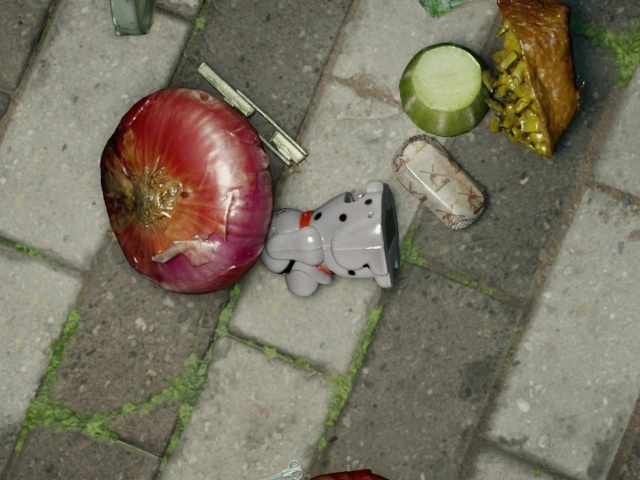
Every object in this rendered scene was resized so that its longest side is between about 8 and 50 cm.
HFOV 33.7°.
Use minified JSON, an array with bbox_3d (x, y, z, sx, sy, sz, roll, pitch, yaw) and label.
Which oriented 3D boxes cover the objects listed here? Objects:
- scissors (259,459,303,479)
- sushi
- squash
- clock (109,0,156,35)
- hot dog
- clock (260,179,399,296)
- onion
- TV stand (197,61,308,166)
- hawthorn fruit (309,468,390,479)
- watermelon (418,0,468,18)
[{"bbox_3d":[-0.072,0.418,1.883,0.083,0.006,0.036,-17,87,0],"label":"scissors"},{"bbox_3d":[0.357,-0.289,1.813,0.179,0.167,0.296,-10,116,2],"label":"sushi"},{"bbox_3d":[0.221,-0.273,1.845,0.170,0.123,0.170,0,86,6],"label":"squash"},{"bbox_3d":[-0.314,-0.460,1.795,0.049,0.226,0.226,4,89,1],"label":"clock"},{"bbox_3d":[0.209,-0.103,1.867,0.191,0.059,0.108,44,76,5],"label":"hot dog"},{"bbox_3d":[0.003,0.002,1.822,0.253,0.189,0.189,-10,89,13],"label":"clock"},{"bbox_3d":[-0.200,-0.088,1.788,0.347,0.285,0.348,11,107,39],"label":"onion"},{"bbox_3d":[-0.126,-0.223,1.882,0.249,0.036,0.042,43,91,1],"label":"TV stand"},{"bbox_3d":[0.036,0.546,1.767,0.265,0.265,0.307,15,111,1],"label":"hawthorn fruit"},{"bbox_3d":[0.209,-0.462,1.883,0.155,0.080,0.101,40,124,-1],"label":"watermelon"}]
